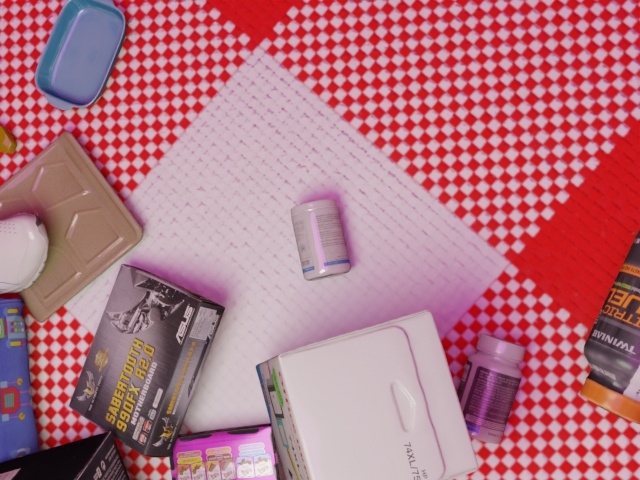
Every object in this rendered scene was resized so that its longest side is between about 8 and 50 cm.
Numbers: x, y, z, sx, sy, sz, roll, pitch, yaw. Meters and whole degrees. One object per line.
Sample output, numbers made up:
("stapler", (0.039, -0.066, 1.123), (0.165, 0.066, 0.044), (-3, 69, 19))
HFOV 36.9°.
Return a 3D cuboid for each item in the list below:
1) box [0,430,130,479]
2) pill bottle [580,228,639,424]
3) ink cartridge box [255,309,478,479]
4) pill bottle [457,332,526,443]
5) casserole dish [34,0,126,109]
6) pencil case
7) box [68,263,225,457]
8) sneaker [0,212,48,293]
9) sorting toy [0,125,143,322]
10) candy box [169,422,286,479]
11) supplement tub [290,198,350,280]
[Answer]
("box", (-0.405, 0.470, 1.284), (0.343, 0.179, 0.312), (-17, 99, 6))
("pill bottle", (0.431, 0.114, 1.258), (0.130, 0.130, 0.246), (25, 90, 12))
("ink cartridge box", (0.047, 0.219, 1.226), (0.197, 0.270, 0.198), (-14, 82, -12))
("pill bottle", (0.230, 0.201, 1.315), (0.078, 0.078, 0.137), (18, 89, 11))
("casserole dish", (-0.366, -0.290, 1.488), (0.114, 0.037, 0.188), (22, 89, 12))
("pencil case", (-0.489, 0.238, 1.429), (0.119, 0.133, 0.306), (-3, 84, -35))
("box", (-0.252, 0.169, 1.383), (0.183, 0.056, 0.231), (21, 90, 38))
("sneaker", (-0.531, 0.047, 1.423), (0.297, 0.129, 0.111), (-27, 82, 19))
("sorting toy", (-0.435, -0.058, 1.485), (0.229, 0.041, 0.307), (-40, 80, 10))
("candy box", (-0.121, 0.387, 1.370), (0.159, 0.071, 0.233), (-8, 83, 10))
("supplement tub", (0.000, 0.000, 1.378), (0.071, 0.071, 0.107), (-12, 83, 9))
